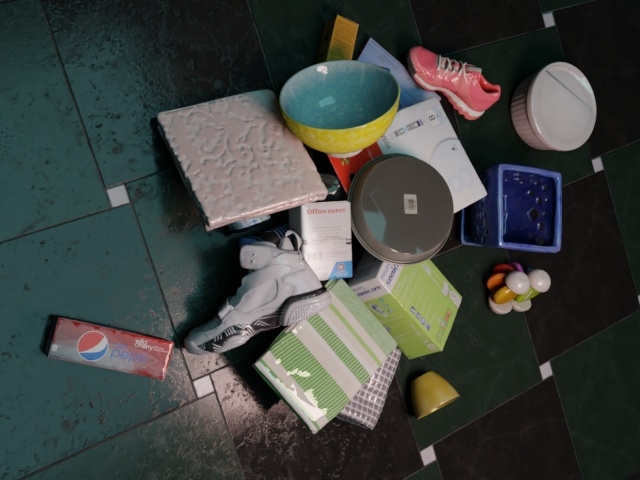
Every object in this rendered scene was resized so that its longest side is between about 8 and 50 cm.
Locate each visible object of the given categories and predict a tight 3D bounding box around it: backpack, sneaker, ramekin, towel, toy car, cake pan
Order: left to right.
[{"bbox_3d":[-0.186,-0.199,1.727,0.316,0.053,0.332,-18,68,-24],"label":"towel"},{"bbox_3d":[-0.184,-0.066,1.768,0.105,0.114,0.084,-24,99,-25],"label":"backpack"},{"bbox_3d":[-0.174,0.123,1.707,0.365,0.137,0.210,-22,91,7],"label":"sneaker"},{"bbox_3d":[-0.102,-0.014,1.832,0.232,0.081,0.091,1,86,-35],"label":"sneaker"},{"bbox_3d":[-0.030,-0.122,1.870,0.286,0.109,0.130,11,93,-20],"label":"sneaker"},{"bbox_3d":[0.016,0.276,1.781,0.248,0.038,0.325,50,61,-8],"label":"towel"},{"bbox_3d":[0.055,0.334,1.873,0.283,0.121,0.235,29,75,-24],"label":"towel"},{"bbox_3d":[0.213,-0.085,1.836,0.293,0.054,0.294,3,80,-17],"label":"cake pan"},{"bbox_3d":[0.382,-0.471,2.056,0.313,0.136,0.116,28,56,-26],"label":"sneaker"},{"bbox_3d":[0.573,0.127,2.155,0.181,0.159,0.136,-4,53,-27],"label":"toy car"},{"bbox_3d":[0.708,-0.403,2.240,0.272,0.127,0.273,1,88,-27],"label":"ramekin"}]

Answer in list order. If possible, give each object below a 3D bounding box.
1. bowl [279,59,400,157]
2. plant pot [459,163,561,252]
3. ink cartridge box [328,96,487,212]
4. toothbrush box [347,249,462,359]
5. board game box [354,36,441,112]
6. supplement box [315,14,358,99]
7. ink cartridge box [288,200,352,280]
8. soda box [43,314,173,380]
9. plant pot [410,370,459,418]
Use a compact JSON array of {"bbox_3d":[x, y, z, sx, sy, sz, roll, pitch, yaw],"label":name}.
[{"bbox_3d":[0.051,-0.296,1.773,0.289,0.289,0.156,-34,141,-24],"label":"bowl"},{"bbox_3d":[0.531,-0.084,2.087,0.235,0.212,0.236,4,86,-28],"label":"plant pot"},{"bbox_3d":[0.231,-0.183,1.911,0.384,0.091,0.308,-27,89,-37],"label":"ink cartridge box"},{"bbox_3d":[0.227,0.140,1.935,0.283,0.122,0.206,48,45,-19],"label":"toothbrush box"},{"bbox_3d":[0.206,-0.424,2.036,0.281,0.027,0.145,35,71,-22],"label":"board game box"},{"bbox_3d":[0.034,-0.468,1.920,0.080,0.078,0.234,14,82,-26],"label":"supplement box"},{"bbox_3d":[0.000,0.000,1.798,0.139,0.082,0.191,-4,95,-27],"label":"ink cartridge box"},{"bbox_3d":[-0.470,0.239,1.623,0.263,0.083,0.092,18,81,-26],"label":"soda box"},{"bbox_3d":[0.301,0.419,2.005,0.134,0.134,0.095,-19,69,-27],"label":"plant pot"}]
